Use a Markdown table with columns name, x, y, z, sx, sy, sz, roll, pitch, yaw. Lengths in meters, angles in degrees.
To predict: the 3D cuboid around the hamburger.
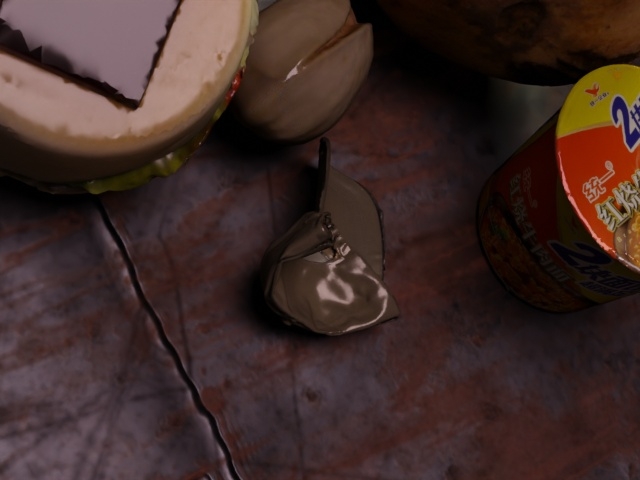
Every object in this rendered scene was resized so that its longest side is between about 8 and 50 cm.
| name | x | y | z | sx | sy | sz | roll | pitch | yaw |
| --- | --- | --- | --- | --- | --- | --- | --- | --- | --- |
| hamburger | -0.195 | -0.181 | 1.165 | 0.302 | 0.170 | 0.302 | 1 | 87 | -22 |

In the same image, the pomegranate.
| name | x | y | z | sx | sy | sz | roll | pitch | yaw |
| --- | --- | --- | --- | --- | --- | --- | --- | --- | --- |
| pomegranate | 0.197 | -0.290 | 1.373 | 0.322 | 0.322 | 0.322 | 11 | 66 | -25 |

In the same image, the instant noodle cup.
| name | x | y | z | sx | sy | sz | roll | pitch | yaw |
| --- | --- | --- | --- | --- | --- | --- | --- | --- | --- |
| instant noodle cup | 0.257 | -0.032 | 1.380 | 0.213 | 0.174 | 0.213 | 11 | 65 | -24 |

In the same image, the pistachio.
| name | x | y | z | sx | sy | sz | roll | pitch | yaw |
| --- | --- | --- | --- | --- | --- | --- | --- | --- | --- |
| pistachio | -0.019 | -0.153 | 1.305 | 0.124 | 0.124 | 0.185 | 43 | 55 | -8 |

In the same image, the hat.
| name | x | y | z | sx | sy | sz | roll | pitch | yaw |
| --- | --- | --- | --- | --- | --- | --- | --- | --- | --- |
| hat | 0.000 | 0.000 | 1.299 | 0.147 | 0.085 | 0.175 | 51 | 26 | -41 |
